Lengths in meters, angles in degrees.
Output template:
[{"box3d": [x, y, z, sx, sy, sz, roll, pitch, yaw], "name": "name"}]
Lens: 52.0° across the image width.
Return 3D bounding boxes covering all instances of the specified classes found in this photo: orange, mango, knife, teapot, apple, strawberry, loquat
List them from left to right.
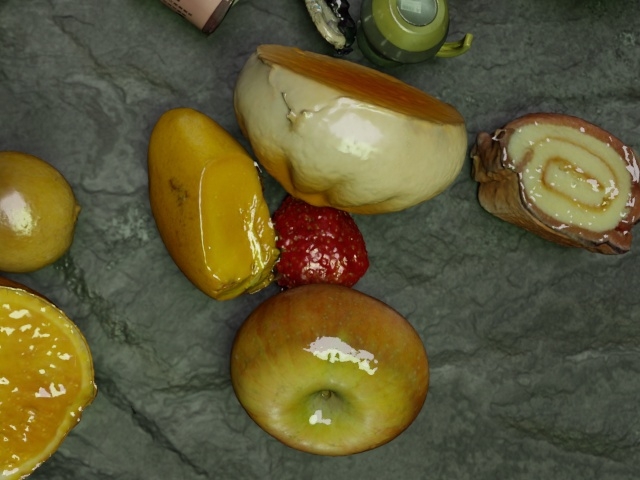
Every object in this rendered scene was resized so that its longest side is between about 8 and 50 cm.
[{"box3d": [-0.422, 0.141, 0.664, 0.310, 0.274, 0.274, -9, 82, -58], "name": "orange"}, {"box3d": [-0.351, -0.034, 0.762, 0.141, 0.141, 0.141, 2, 82, -14], "name": "loquat"}, {"box3d": [-0.139, -0.048, 0.809, 0.126, 0.154, 0.252, -22, 87, -36], "name": "mango"}, {"box3d": [-0.051, -0.415, 0.913, 0.365, 0.043, 0.089, 58, 30, 6], "name": "knife"}, {"box3d": [0.000, 0.000, 0.882, 0.146, 0.082, 0.187, -2, 78, -21], "name": "strawberry"}, {"box3d": [0.011, 0.149, 0.799, 0.235, 0.173, 0.210, 34, 116, -16], "name": "apple"}, {"box3d": [0.129, -0.300, 0.927, 0.165, 0.119, 0.130, 20, 80, -12], "name": "teapot"}]

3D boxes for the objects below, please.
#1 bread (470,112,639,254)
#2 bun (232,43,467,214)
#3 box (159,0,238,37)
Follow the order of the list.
[{"box3d": [0.332, -0.094, 0.948, 0.244, 0.123, 0.190, 22, 76, -11], "name": "bread"}, {"box3d": [0.026, -0.122, 0.817, 0.299, 0.299, 0.165, 14, 112, -12], "name": "bun"}, {"box3d": [-0.161, -0.354, 0.854, 0.135, 0.151, 0.151, 39, 75, -16], "name": "box"}]
